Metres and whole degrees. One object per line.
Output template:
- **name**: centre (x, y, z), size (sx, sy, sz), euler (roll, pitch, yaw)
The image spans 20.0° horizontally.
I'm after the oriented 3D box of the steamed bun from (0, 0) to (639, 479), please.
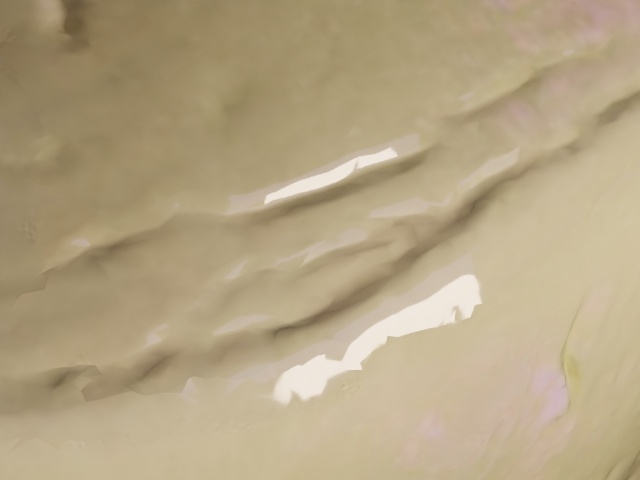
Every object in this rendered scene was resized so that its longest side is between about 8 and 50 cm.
- **steamed bun**: centre (0.000, 0.000, 0.678), size (0.456, 0.290, 0.371), euler (-37, 158, -23)
